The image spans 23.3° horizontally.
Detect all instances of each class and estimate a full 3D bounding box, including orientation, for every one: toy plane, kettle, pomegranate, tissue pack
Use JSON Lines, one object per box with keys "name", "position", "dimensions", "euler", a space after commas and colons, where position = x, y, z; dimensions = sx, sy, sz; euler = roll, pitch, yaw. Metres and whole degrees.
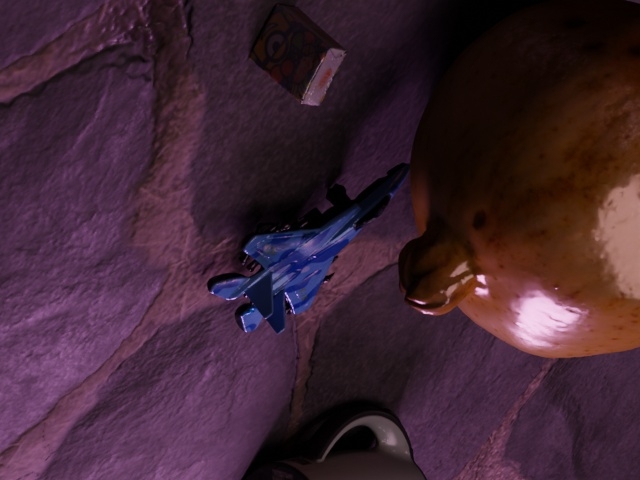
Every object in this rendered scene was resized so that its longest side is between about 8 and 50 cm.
{"name": "toy plane", "position": [-0.005, -0.005, 1.636], "dimensions": [0.246, 0.078, 0.169], "euler": [-47, 147, -7]}
{"name": "kettle", "position": [0.031, 0.319, 1.965], "dimensions": [0.236, 0.161, 0.221], "euler": [-1, 97, -46]}
{"name": "pomegranate", "position": [0.245, -0.049, 1.588], "dimensions": [0.410, 0.410, 0.410], "euler": [-27, 143, -23]}
{"name": "tissue pack", "position": [-0.020, -0.171, 1.430], "dimensions": [0.035, 0.083, 0.063], "euler": [3, 125, -49]}
